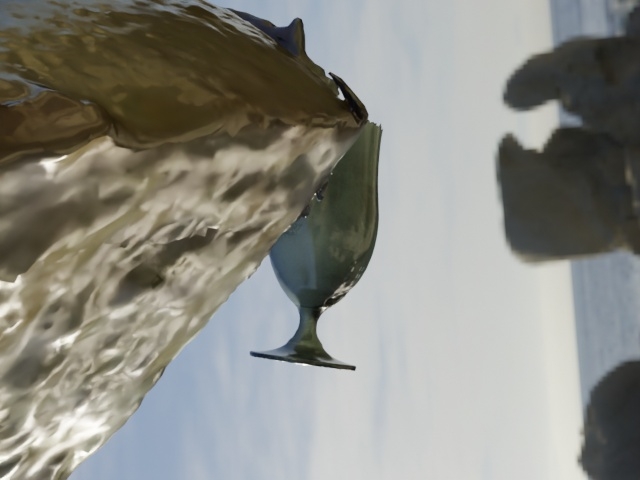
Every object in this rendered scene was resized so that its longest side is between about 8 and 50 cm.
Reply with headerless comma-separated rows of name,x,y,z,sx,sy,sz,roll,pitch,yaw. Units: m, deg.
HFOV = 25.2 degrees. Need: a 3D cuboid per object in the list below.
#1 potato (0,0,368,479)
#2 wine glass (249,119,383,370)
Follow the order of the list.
potato,-0.156,-0.029,0.415,0.189,0.211,0.264,46,-162,22
wine glass,0.000,0.000,1.158,0.093,0.093,0.202,20,-103,-79
